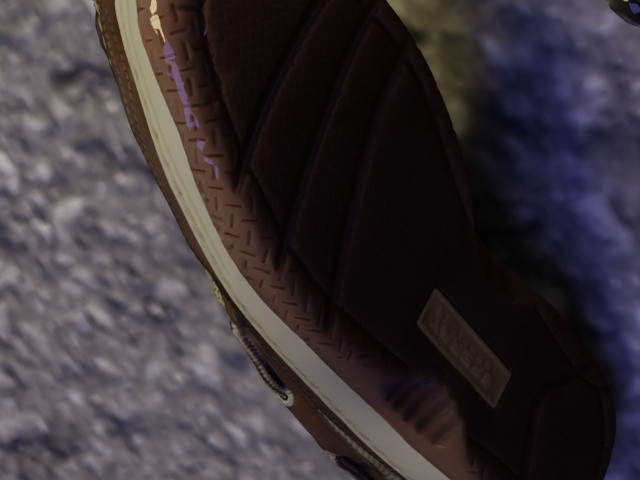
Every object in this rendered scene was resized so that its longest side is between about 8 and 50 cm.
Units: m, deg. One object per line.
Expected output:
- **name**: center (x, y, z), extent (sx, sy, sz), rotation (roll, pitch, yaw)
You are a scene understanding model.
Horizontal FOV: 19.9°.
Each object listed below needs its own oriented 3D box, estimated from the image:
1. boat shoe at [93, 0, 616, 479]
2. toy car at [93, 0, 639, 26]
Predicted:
- **boat shoe**: center (-0.004, 0.006, 0.565), extent (0.095, 0.095, 0.257), rotation (5, 139, 43)
- **toy car**: center (0.004, -0.141, 0.536), extent (0.225, 0.053, 0.239), rotation (-23, 104, 34)
